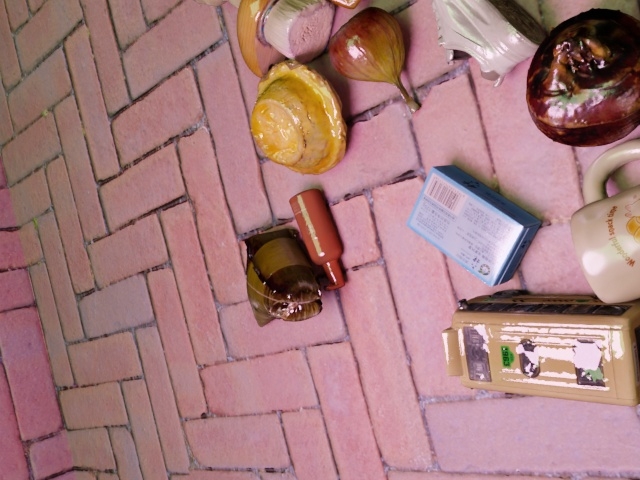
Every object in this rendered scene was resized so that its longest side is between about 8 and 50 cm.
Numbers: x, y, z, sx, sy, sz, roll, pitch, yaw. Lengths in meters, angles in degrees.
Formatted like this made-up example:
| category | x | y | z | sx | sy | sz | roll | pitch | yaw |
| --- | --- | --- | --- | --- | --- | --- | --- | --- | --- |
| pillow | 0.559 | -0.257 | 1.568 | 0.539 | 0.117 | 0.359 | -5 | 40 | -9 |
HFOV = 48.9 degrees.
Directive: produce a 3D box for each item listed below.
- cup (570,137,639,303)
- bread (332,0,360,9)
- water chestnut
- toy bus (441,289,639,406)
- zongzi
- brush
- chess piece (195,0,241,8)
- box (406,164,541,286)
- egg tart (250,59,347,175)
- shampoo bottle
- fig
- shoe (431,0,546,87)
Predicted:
| category | x | y | z | sx | sy | sz | roll | pitch | yaw |
| --- | --- | --- | --- | --- | --- | --- | --- | --- | --- |
| cup | 0.534 | -0.033 | 1.142 | 0.202 | 0.255 | 0.173 | -24 | 121 | 33 |
| bread | 0.016 | -0.583 | 1.500 | 0.200 | 0.077 | 0.116 | 24 | 127 | -1 |
| water chestnut | 0.436 | -0.264 | 1.124 | 0.224 | 0.238 | 0.223 | -19 | 53 | 28 |
| toy bus | 0.406 | 0.184 | 1.254 | 0.365 | 0.202 | 0.176 | -5 | 96 | 44 |
| zongzi | -0.094 | 0.167 | 1.731 | 0.289 | 0.154 | 0.317 | -119 | 29 | -53 |
| brush | -0.086 | -0.467 | 1.625 | 0.166 | 0.174 | 0.266 | 42 | 141 | 20 |
| chess piece | -0.198 | -0.625 | 1.721 | 0.251 | 0.144 | 0.144 | 27 | 115 | 30 |
| box | 0.298 | -0.034 | 1.395 | 0.232 | 0.083 | 0.142 | 38 | 121 | 30 |
| egg tart | -0.062 | -0.268 | 1.613 | 0.288 | 0.118 | 0.288 | 24 | 131 | 31 |
| shampoo bottle | 0.001 | 0.000 | 1.675 | 0.085 | 0.085 | 0.244 | -28 | 78 | 42 |
| fig | 0.130 | -0.381 | 1.477 | 0.160 | 0.231 | 0.143 | -43 | 26 | 38 |
| shoe | 0.270 | -0.412 | 1.328 | 0.316 | 0.124 | 0.159 | 51 | 134 | 24 |
